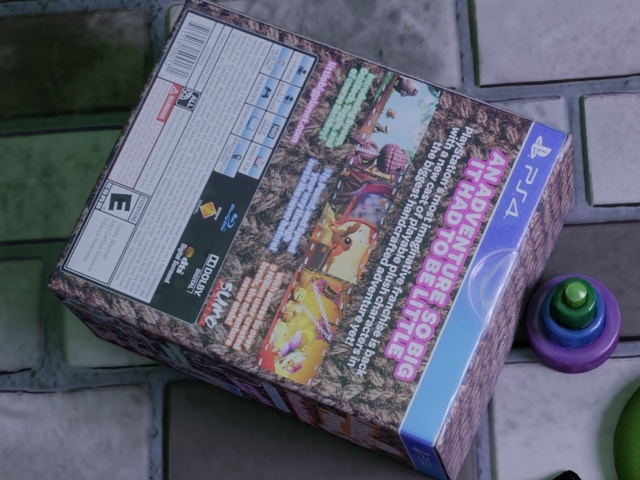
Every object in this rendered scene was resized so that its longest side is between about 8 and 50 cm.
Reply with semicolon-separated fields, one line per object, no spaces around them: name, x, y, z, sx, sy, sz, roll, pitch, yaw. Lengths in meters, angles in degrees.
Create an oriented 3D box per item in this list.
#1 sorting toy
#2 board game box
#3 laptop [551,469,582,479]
sorting toy;0.276;0.146;1.238;0.127;0.126;0.365;-44;73;-6
board game box;0.000;0.000;1.312;0.291;0.141;0.232;22;77;14
laptop;0.134;0.331;1.259;0.264;0.136;0.234;-31;70;-29
